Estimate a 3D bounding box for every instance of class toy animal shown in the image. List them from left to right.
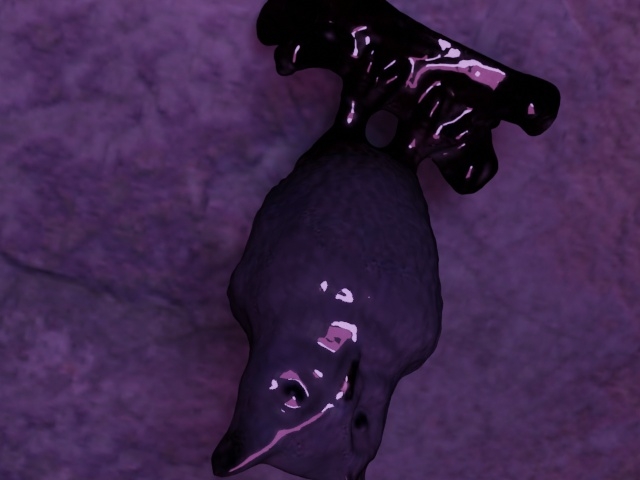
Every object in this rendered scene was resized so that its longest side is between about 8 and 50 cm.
[{"bbox_3d":[-0.002,0.004,0.425,0.121,0.117,0.210,30,63,-15],"label":"toy animal"}]
